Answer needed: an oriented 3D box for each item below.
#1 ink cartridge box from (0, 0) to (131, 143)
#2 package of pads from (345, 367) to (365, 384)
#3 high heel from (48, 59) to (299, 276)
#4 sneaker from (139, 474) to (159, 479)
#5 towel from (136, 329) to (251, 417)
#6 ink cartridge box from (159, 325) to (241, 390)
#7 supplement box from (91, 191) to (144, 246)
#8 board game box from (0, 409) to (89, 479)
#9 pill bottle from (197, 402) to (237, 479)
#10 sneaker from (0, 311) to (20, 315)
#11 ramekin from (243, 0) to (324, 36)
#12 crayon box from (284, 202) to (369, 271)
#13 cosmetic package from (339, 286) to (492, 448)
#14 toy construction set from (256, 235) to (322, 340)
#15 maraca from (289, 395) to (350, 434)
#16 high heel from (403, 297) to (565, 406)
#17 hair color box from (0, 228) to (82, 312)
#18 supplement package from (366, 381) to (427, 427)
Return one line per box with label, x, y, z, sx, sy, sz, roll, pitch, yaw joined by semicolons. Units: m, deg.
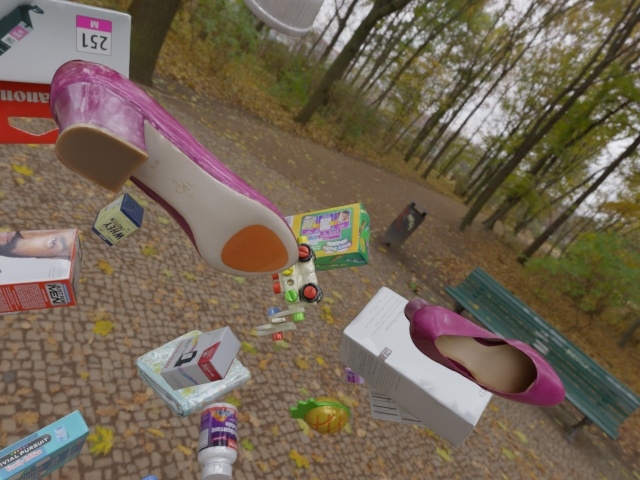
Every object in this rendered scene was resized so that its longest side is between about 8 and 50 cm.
ink cartridge box;-0.456;-0.263;0.702;0.275;0.239;0.060;-12;34;-43
package of pads;0.122;0.479;1.548;0.031;0.050;0.083;2;-10;-32
high heel;-0.110;-0.052;0.379;0.244;0.082;0.117;30;25;-44
sneaker;-0.121;0.322;0.482;0.221;0.087;0.083;12;13;-3
towel;-0.523;0.525;1.781;0.374;0.090;0.320;26;33;35
ink cartridge box;-0.317;0.313;1.157;0.072;0.175;0.127;60;25;-23
supplement box;-0.442;-0.047;0.957;0.056;0.083;0.083;54;5;-34
board game box;-0.865;0.651;1.251;0.336;0.254;0.079;-22;67;-47
pill bottle;-0.289;0.572;1.233;0.108;0.108;0.194;25;34;-29
sneaker;-0.881;0.123;1.318;0.237;0.086;0.085;-94;168;-45
ramekin;-0.083;-0.599;1.025;0.207;0.109;0.207;21;51;-28
crayon box;0.000;0.000;1.282;0.081;0.278;0.166;51;38;-50
cosmetic package;0.262;0.324;1.162;0.384;0.156;0.217;29;50;25
toy construction set;-0.111;0.095;1.119;0.151;0.214;0.328;-18;97;-85
maraca;0.001;0.496;1.253;0.185;0.127;0.099;26;30;-25
high heel;0.323;0.240;0.812;0.377;0.127;0.181;27;8;-4
hair color box;-0.383;0.037;0.520;0.167;0.053;0.093;-4;43;-20
supplement package;0.306;0.475;1.448;0.203;0.145;0.261;-6;4;35
